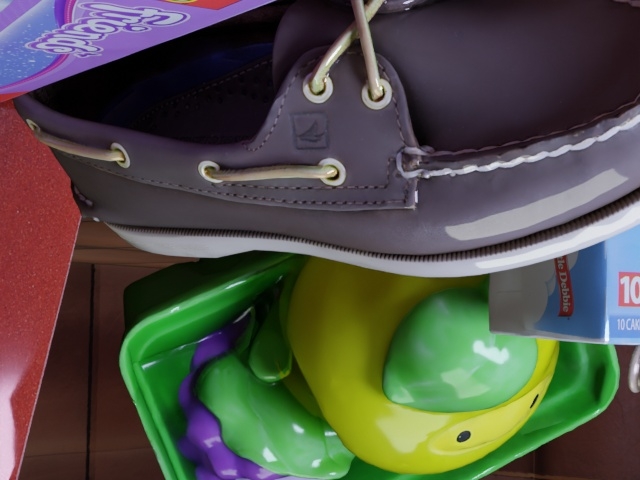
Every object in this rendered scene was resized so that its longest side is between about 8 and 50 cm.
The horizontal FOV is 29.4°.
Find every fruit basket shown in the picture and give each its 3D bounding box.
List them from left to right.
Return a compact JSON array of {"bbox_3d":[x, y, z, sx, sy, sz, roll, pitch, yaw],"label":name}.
[{"bbox_3d":[0.058,0.084,0.854,0.392,0.283,0.392,-14,-156,7],"label":"fruit basket"}]

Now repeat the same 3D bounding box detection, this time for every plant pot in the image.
[{"bbox_3d":[-0.328,0.019,0.777,0.235,0.267,0.267,19,166,-35],"label":"plant pot"}]

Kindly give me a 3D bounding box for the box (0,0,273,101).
[{"bbox_3d":[-0.160,-0.093,0.377,0.201,0.057,0.293,4,175,-36],"label":"box"}]

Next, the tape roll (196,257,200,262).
[{"bbox_3d":[0.000,0.000,1.403,0.286,0.100,0.286,1,176,0],"label":"tape roll"}]

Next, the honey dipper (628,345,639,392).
[{"bbox_3d":[0.241,0.084,0.632,0.160,0.030,0.030,13,-177,32],"label":"honey dipper"}]

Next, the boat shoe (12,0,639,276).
[{"bbox_3d":[0.005,-0.058,0.502,0.324,0.117,0.097,-1,147,37],"label":"boat shoe"}]

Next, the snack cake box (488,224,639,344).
[{"bbox_3d":[0.219,-0.021,0.664,0.264,0.152,0.089,3,178,-32],"label":"snack cake box"}]
